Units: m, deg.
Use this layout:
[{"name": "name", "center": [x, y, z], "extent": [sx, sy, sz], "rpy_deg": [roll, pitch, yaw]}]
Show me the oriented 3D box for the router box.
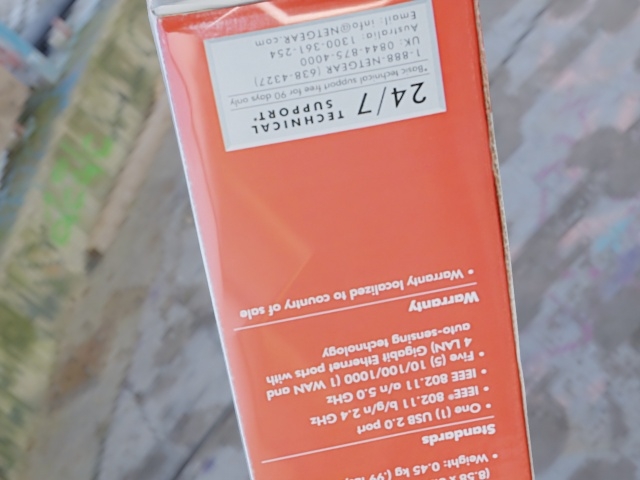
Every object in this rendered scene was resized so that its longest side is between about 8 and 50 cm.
[{"name": "router box", "center": [0.000, 0.000, 0.599], "extent": [0.082, 0.301, 0.335], "rpy_deg": [-11, 26, -3]}]
